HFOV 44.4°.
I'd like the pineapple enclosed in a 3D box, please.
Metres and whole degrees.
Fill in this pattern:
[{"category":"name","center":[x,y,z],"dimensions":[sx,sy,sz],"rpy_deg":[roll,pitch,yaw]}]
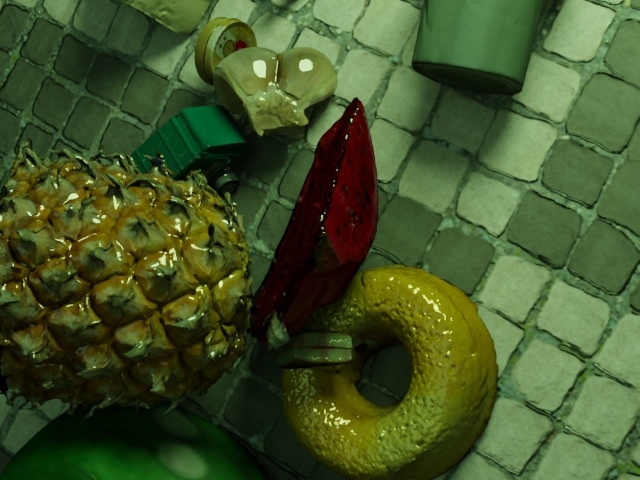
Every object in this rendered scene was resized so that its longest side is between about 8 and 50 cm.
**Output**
[{"category":"pineapple","center":[-0.245,0.045,0.977],"dimensions":[0.300,0.352,0.352],"rpy_deg":[0,82,-17]}]

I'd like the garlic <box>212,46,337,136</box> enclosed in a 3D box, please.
[{"category":"garlic","center":[-0.063,-0.218,1.120],"dimensions":[0.175,0.099,0.124],"rpy_deg":[-11,103,-4]}]

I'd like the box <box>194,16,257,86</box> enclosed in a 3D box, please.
[{"category":"box","center":[-0.140,-0.276,1.158],"dimensions":[0.037,0.105,0.105],"rpy_deg":[21,92,30]}]

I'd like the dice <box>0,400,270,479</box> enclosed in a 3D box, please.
[{"category":"dice","center":[-0.246,0.395,1.019],"dimensions":[0.300,0.297,0.287],"rpy_deg":[36,100,22]}]

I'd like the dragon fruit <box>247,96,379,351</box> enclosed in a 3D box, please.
[{"category":"dragon fruit","center":[0.000,0.000,0.989],"dimensions":[0.100,0.343,0.282],"rpy_deg":[28,129,-11]}]

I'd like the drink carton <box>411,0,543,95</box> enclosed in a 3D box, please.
[{"category":"drink carton","center":[0.205,-0.293,0.978],"dimensions":[0.191,0.185,0.189],"rpy_deg":[14,92,22]}]

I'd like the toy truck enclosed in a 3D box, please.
[{"category":"toy truck","center":[-0.221,-0.094,1.164],"dimensions":[0.253,0.124,0.114],"rpy_deg":[-38,69,13]}]

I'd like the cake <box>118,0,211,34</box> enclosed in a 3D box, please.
[{"category":"cake","center":[-0.262,-0.456,1.254],"dimensions":[0.158,0.172,0.283],"rpy_deg":[-54,34,13]}]

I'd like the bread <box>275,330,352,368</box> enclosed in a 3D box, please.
[{"category":"bread","center":[-0.019,0.135,0.971],"dimensions":[0.109,0.062,0.043],"rpy_deg":[-9,73,24]}]

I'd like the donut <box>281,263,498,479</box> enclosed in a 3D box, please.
[{"category":"donut","center":[0.076,0.177,1.012],"dimensions":[0.303,0.110,0.302],"rpy_deg":[-3,81,23]}]
